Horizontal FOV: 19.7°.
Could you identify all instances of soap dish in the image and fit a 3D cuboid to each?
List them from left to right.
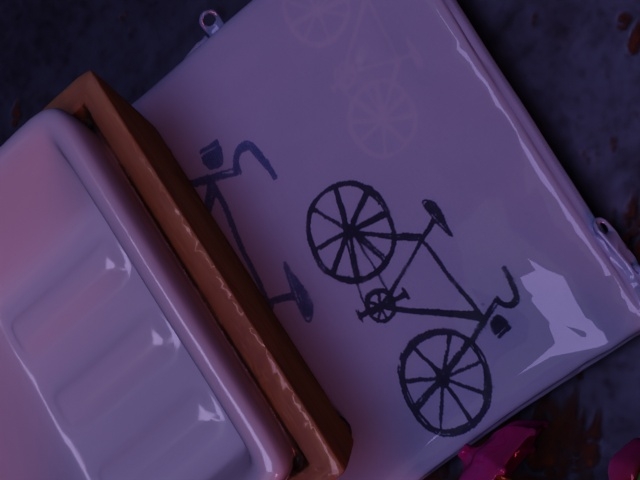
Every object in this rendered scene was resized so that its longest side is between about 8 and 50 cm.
[{"bbox_3d":[-0.130,0.079,1.122,0.229,0.118,0.291,-40,72,24],"label":"soap dish"}]

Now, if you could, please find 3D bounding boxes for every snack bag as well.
[{"bbox_3d":[0.000,0.000,1.136,0.342,0.037,0.323,-38,73,25],"label":"snack bag"}]

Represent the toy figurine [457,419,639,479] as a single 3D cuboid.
[{"bbox_3d":[0.148,0.164,1.030,0.159,0.130,0.173,6,118,43],"label":"toy figurine"}]
